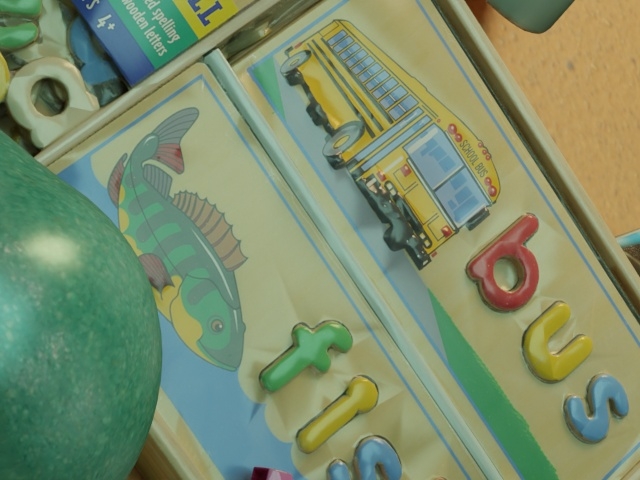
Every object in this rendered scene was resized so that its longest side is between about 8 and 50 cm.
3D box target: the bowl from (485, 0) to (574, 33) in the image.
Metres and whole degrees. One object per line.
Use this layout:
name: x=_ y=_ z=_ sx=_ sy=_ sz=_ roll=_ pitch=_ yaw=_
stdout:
bowl: x=0.110 y=-0.288 z=0.913 sx=0.311 sy=0.163 sz=0.311 roll=48 pitch=22 yaw=-27

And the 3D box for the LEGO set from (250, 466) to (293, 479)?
LEGO set: x=0.003 y=0.219 z=0.697 sx=0.093 sy=0.087 sz=0.227 roll=18 pitch=78 yaw=-22

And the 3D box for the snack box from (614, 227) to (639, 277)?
snack box: x=0.200 y=0.159 z=0.963 sx=0.187 sy=0.060 sz=0.322 roll=-17 pitch=85 yaw=-42

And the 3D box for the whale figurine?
whale figurine: x=-0.154 y=-0.009 z=0.615 sx=0.141 sy=0.216 sz=0.272 roll=-25 pitch=77 yaw=-9

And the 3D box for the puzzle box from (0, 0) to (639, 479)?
puzzle box: x=0.000 y=0.000 z=0.804 sx=0.272 sy=0.052 sz=0.409 roll=-39 pitch=101 yaw=-26
